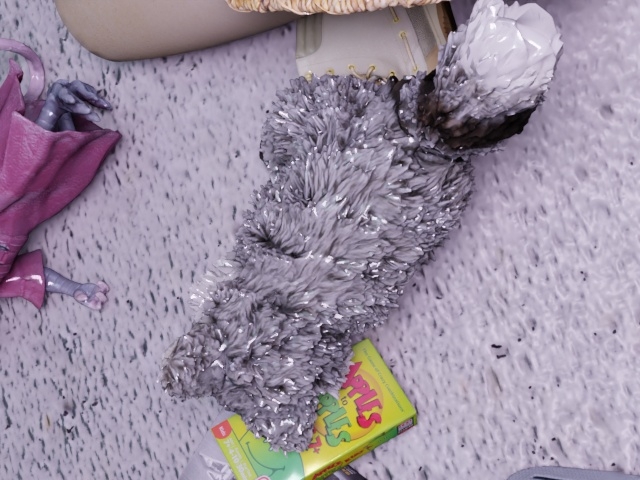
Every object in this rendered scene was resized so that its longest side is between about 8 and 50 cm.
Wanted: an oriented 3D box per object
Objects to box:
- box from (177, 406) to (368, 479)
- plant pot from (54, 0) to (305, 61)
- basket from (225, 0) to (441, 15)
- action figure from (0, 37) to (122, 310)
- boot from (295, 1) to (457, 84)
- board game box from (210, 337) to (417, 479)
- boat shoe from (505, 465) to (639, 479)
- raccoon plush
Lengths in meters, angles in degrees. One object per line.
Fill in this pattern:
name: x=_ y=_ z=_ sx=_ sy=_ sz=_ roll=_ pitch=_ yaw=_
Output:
box: x=-0.072 y=0.301 z=1.060 sx=0.183 sy=0.056 sz=0.231 roll=36 pitch=99 yaw=20
plant pot: x=-0.145 y=-0.299 z=1.060 sx=0.274 sy=0.256 sz=0.257 roll=-24 pitch=76 yaw=36
basket: x=0.057 y=-0.255 z=0.864 sx=0.213 sy=0.299 sz=0.223 roll=-34 pitch=79 yaw=50
action figure: x=-0.379 y=-0.021 z=1.112 sx=0.275 sy=0.248 sz=0.370 roll=38 pitch=97 yaw=22
boot: x=0.063 y=-0.167 z=1.032 sx=0.165 sy=0.077 sz=0.213 roll=-17 pitch=72 yaw=19
board game box: x=-0.006 y=0.183 z=1.003 sx=0.181 sy=0.043 sz=0.092 roll=-29 pitch=63 yaw=-9
boat shoe: x=0.296 y=0.262 z=0.874 sx=0.302 sy=0.109 sz=0.094 roll=1 pitch=104 yaw=45
raccoon plush: x=0.000 y=0.000 z=0.857 sx=0.216 sy=0.446 sz=0.299 roll=27 pitch=66 yaw=3
